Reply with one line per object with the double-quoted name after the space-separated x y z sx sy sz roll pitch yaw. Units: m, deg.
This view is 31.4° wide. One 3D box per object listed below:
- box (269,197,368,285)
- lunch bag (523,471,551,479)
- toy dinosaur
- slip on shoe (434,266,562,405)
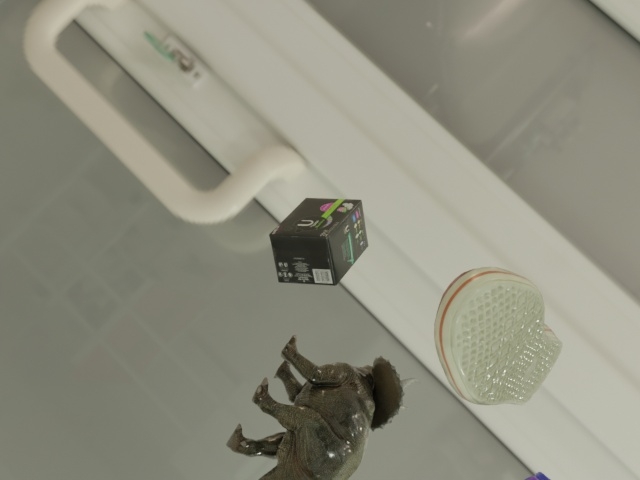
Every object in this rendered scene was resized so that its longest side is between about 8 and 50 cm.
0.000 0.000 1.063 0.083 0.062 0.052 -49 135 -53 "box"
0.288 0.458 1.549 0.221 0.293 0.138 -33 143 -11 "lunch bag"
-0.003 0.214 1.304 0.313 0.160 0.121 -53 170 -41 "toy dinosaur"
0.156 0.090 1.100 0.123 0.101 0.331 -57 157 -1 "slip on shoe"
